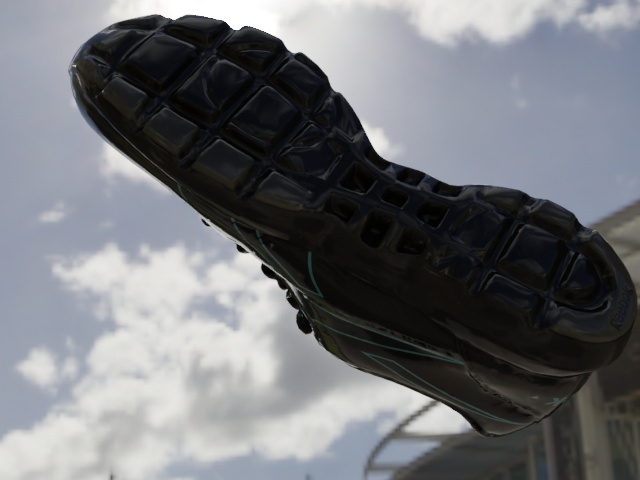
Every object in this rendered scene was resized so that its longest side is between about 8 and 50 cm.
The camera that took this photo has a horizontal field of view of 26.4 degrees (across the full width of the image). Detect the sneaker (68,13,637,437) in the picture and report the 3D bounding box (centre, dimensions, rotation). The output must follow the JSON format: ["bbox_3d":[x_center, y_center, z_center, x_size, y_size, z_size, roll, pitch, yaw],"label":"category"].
[{"bbox_3d":[0.000,0.000,0.597,0.267,0.101,0.106,32,-43,7],"label":"sneaker"}]
